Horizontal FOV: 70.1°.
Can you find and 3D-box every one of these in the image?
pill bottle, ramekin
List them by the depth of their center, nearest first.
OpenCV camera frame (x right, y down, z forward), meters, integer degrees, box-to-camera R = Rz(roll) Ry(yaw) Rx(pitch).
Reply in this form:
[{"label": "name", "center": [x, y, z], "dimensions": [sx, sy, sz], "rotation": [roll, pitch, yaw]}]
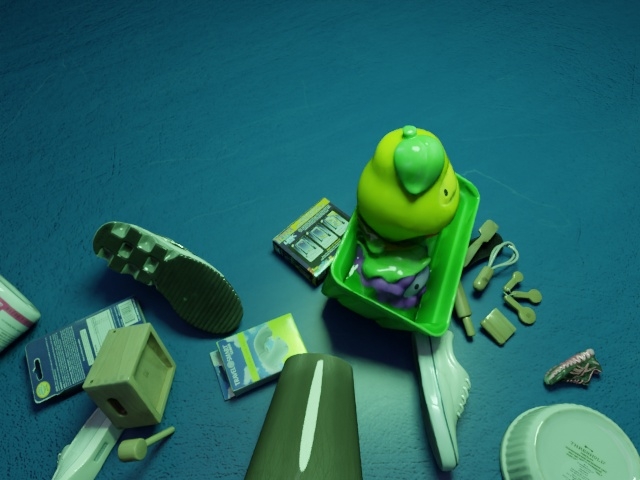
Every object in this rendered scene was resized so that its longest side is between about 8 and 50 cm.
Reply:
[{"label": "ramekin", "center": [0.417, 0.371, 0.751], "dimensions": [0.207, 0.109, 0.207], "rotation": [0, 58, 1]}, {"label": "pill bottle", "center": [-0.709, 0.191, 0.863], "dimensions": [0.160, 0.160, 0.283], "rotation": [33, 64, 21]}]

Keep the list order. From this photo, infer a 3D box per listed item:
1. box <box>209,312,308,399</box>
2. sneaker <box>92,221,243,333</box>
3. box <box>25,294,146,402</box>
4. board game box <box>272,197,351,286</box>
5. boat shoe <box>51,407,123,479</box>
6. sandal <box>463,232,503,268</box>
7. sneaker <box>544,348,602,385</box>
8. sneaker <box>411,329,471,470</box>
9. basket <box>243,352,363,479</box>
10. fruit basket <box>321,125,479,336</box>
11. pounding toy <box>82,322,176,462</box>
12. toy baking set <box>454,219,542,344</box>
[{"label": "box", "center": [-0.121, 0.226, 0.897], "dimensions": [0.178, 0.042, 0.109], "rotation": [-21, 59, -12]}, {"label": "sneaker", "center": [-0.296, 0.066, 0.962], "dimensions": [0.330, 0.146, 0.122], "rotation": [37, 92, -3]}, {"label": "box", "center": [-0.459, 0.217, 0.913], "dimensions": [0.225, 0.036, 0.136], "rotation": [-24, 60, -15]}, {"label": "board game box", "center": [0.000, 0.000, 1.035], "dimensions": [0.170, 0.048, 0.141], "rotation": [-40, 63, -22]}, {"label": "boat shoe", "center": [-0.421, 0.376, 0.796], "dimensions": [0.063, 0.066, 0.184], "rotation": [14, 59, 22]}, {"label": "sandal", "center": [0.327, 0.026, 1.016], "dimensions": [0.179, 0.040, 0.067], "rotation": [-14, 83, -19]}, {"label": "sneaker", "center": [0.484, 0.254, 0.867], "dimensions": [0.119, 0.047, 0.057], "rotation": [-23, 71, -12]}, {"label": "sneaker", "center": [0.229, 0.273, 0.826], "dimensions": [0.091, 0.094, 0.258], "rotation": [-5, 56, 4]}, {"label": "basket", "center": [-0.014, 0.322, 0.772], "dimensions": [0.204, 0.154, 0.227], "rotation": [16, 53, -9]}, {"label": "fruit basket", "center": [0.170, -0.041, 0.844], "dimensions": [0.283, 0.392, 0.392], "rotation": [30, 60, -10]}, {"label": "pounding toy", "center": [-0.331, 0.287, 0.798], "dimensions": [0.094, 0.181, 0.206], "rotation": [-10, 36, 6]}, {"label": "toy baking set", "center": [0.356, 0.087, 0.966], "dimensions": [0.197, 0.030, 0.256], "rotation": [-13, 72, -16]}]
